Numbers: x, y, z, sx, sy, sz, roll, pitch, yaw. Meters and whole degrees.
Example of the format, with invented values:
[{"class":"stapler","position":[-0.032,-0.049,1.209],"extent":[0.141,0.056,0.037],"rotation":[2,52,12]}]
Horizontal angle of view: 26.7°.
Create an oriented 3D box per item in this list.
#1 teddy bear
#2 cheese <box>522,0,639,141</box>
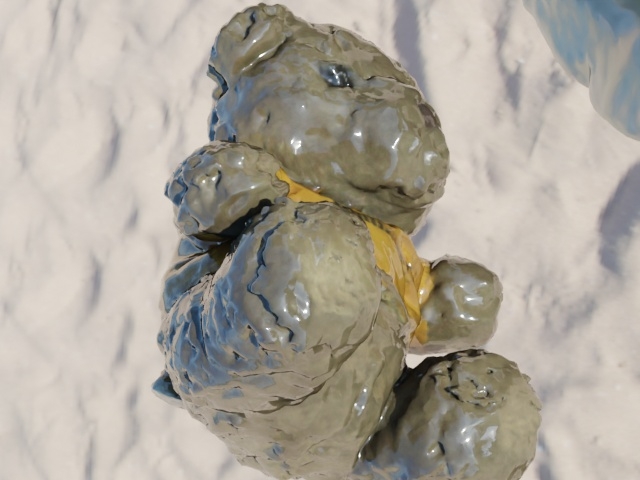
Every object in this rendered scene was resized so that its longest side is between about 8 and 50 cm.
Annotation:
[{"class":"teddy bear","position":[0.000,0.000,0.547],"extent":[0.140,0.177,0.190],"rotation":[-15,55,39]},{"class":"cheese","position":[0.220,-0.170,0.561],"extent":[0.332,0.153,0.292],"rotation":[131,136,-54]}]
